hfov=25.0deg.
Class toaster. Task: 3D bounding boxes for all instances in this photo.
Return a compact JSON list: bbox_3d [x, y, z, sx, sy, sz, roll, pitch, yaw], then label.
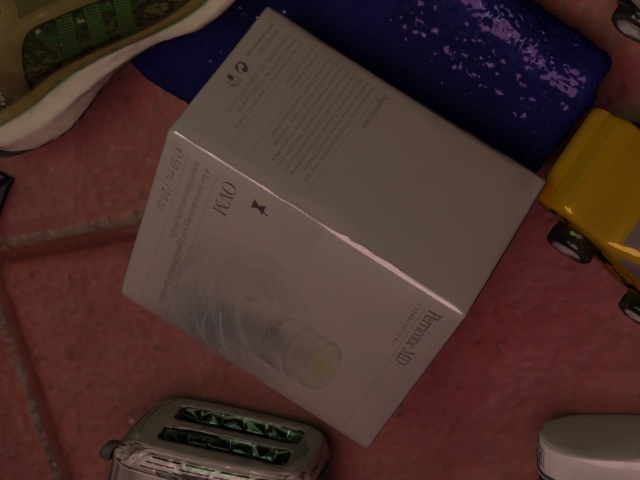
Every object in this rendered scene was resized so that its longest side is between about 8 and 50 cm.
[{"bbox_3d":[-0.079,0.227,1.207,0.227,0.129,0.146,11,111,13],"label":"toaster"}]

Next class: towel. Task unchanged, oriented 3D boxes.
[{"bbox_3d":[0.034,-0.139,1.069,0.308,0.076,0.227,35,123,0],"label":"towel"}]

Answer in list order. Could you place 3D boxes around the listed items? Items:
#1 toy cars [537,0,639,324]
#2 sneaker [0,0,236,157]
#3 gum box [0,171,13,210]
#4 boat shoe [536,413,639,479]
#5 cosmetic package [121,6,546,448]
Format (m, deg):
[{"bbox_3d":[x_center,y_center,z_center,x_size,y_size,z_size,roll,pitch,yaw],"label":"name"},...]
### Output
[{"bbox_3d":[0.231,-0.101,0.966,0.087,0.176,0.393,25,127,56],"label":"toy cars"},{"bbox_3d":[-0.188,-0.196,0.994,0.410,0.182,0.158,-39,62,34],"label":"sneaker"},{"bbox_3d":[-0.374,-0.026,1.240,0.184,0.041,0.157,28,115,3],"label":"gum box"},{"bbox_3d":[0.314,0.201,1.098,0.301,0.108,0.102,1,111,18],"label":"boat shoe"},{"bbox_3d":[0.000,0.000,1.016,0.225,0.138,0.224,31,146,3],"label":"cosmetic package"}]
